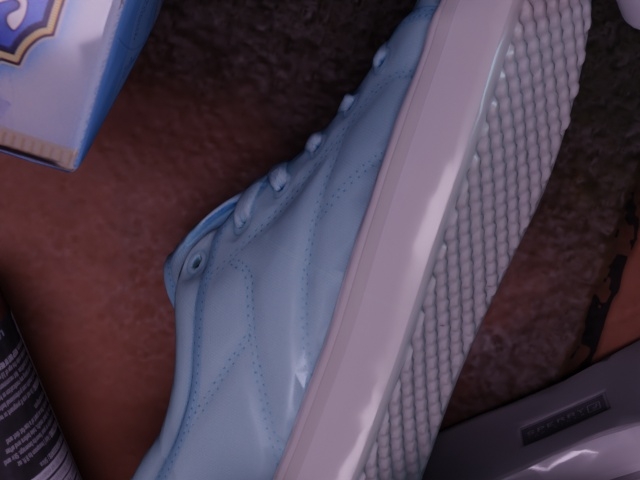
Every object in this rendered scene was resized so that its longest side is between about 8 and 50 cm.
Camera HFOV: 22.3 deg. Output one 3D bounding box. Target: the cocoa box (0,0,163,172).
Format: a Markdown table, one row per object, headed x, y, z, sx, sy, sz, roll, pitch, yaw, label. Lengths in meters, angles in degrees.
| x | y | z | sx | sy | sz | roll | pitch | yaw | label |
| --- | --- | --- | --- | --- | --- | --- | --- | --- | --- |
| -0.133 | -0.240 | 0.605 | 0.228 | 0.231 | 0.347 | 18 | 108 | -5 | cocoa box |

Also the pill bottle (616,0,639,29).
| x | y | z | sx | sy | sz | roll | pitch | yaw | label |
| --- | --- | --- | --- | --- | --- | --- | --- | --- | --- |
| 0.140 | -0.238 | 0.635 | 0.161 | 0.161 | 0.283 | -20 | 108 | 8 | pill bottle |

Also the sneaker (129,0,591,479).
| x | y | z | sx | sy | sz | roll | pitch | yaw | label |
| --- | --- | --- | --- | --- | --- | --- | --- | --- | --- |
| 0.000 | 0.000 | 0.740 | 0.150 | 0.135 | 0.366 | 24 | 95 | 22 | sneaker |

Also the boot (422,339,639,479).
| x | y | z | sx | sy | sz | roll | pitch | yaw | label |
| --- | --- | --- | --- | --- | --- | --- | --- | --- | --- |
| 0.167 | 0.125 | 0.802 | 0.258 | 0.095 | 0.123 | -22 | 113 | 17 | boot |

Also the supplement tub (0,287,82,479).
| x | y | z | sx | sy | sz | roll | pitch | yaw | label |
| --- | --- | --- | --- | --- | --- | --- | --- | --- | --- |
| -0.172 | 0.121 | 0.794 | 0.106 | 0.106 | 0.198 | -17 | 107 | 7 | supplement tub |
